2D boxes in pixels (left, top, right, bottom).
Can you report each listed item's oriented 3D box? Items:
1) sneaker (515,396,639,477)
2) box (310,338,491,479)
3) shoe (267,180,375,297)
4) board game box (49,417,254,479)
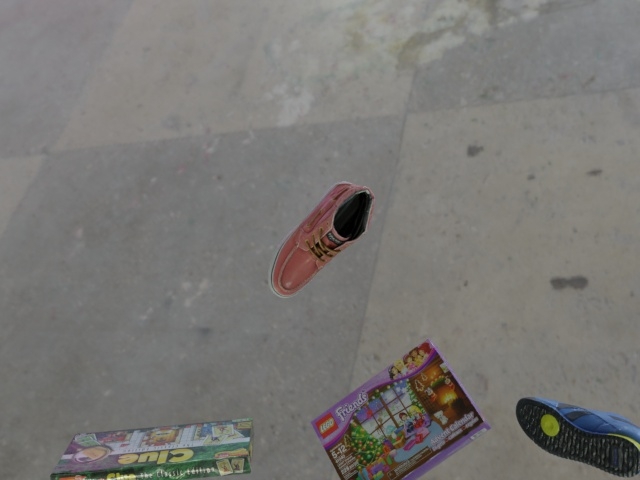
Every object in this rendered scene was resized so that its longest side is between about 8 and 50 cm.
[{"bbox_3d":[0.373,0.266,1.150,0.082,0.069,0.209,-11,17,-40],"label":"sneaker"},{"bbox_3d":[0.148,0.353,1.581,0.293,0.057,0.201,-37,56,7],"label":"box"},{"bbox_3d":[0.000,0.000,1.051,0.178,0.063,0.081,-53,17,-6],"label":"shoe"},{"bbox_3d":[-0.223,0.293,1.138,0.260,0.030,0.136,-5,13,-2],"label":"board game box"}]
